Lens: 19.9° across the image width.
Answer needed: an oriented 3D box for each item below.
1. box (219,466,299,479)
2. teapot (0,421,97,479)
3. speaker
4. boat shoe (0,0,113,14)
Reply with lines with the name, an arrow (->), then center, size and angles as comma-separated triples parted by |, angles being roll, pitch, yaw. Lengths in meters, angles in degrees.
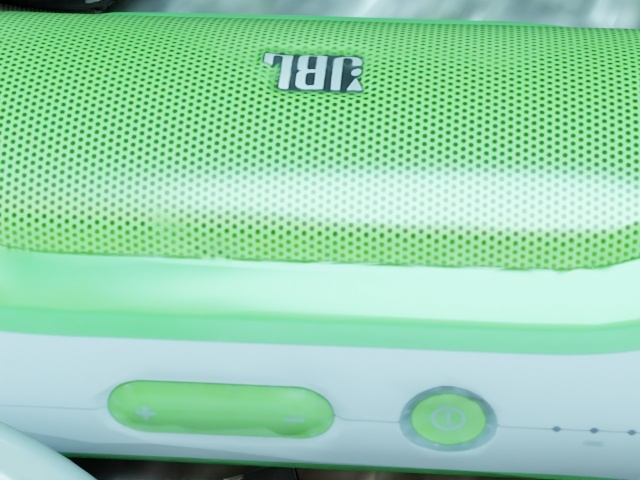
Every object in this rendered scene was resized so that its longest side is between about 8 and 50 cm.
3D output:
box -> -0.029, 0.112, 0.521 | 0.067, 0.018, 0.083 | -16, 77, -1
teapot -> -0.132, 0.166, 0.433 | 0.253, 0.187, 0.256 | 11, 64, -17
speaker -> 0.000, 0.000, 0.489 | 0.297, 0.131, 0.131 | 2, 77, 5
boat shoe -> -0.142, -0.105, 0.491 | 0.228, 0.069, 0.081 | 2, 74, -35
